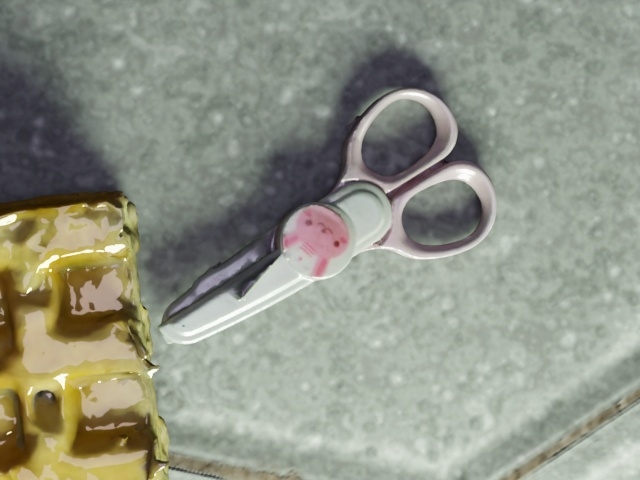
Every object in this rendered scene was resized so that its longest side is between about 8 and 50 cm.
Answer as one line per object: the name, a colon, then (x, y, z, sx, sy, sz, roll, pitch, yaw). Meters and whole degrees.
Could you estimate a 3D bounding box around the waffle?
waffle: (-0.240, 0.146, 0.839, 0.304, 0.077, 0.348, -6, 93, -7)

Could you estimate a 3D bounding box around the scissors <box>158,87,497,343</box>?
scissors: (0.000, 0.000, 0.892, 0.242, 0.030, 0.118, -33, 96, -10)
